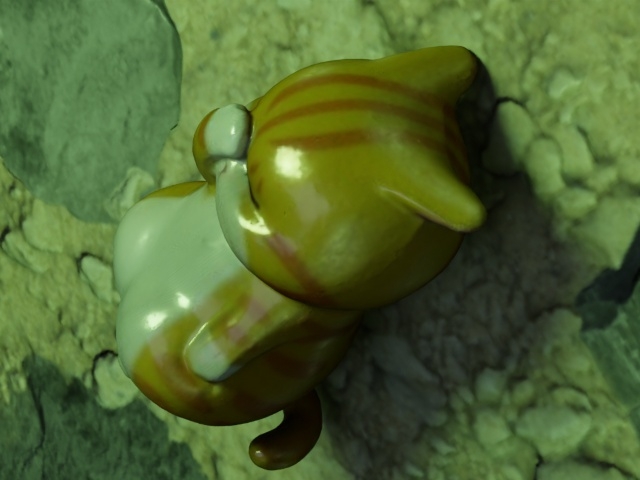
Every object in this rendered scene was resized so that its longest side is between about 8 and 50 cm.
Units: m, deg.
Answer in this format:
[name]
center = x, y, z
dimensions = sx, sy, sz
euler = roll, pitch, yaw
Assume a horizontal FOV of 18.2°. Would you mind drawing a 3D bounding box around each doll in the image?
[doll]
center = -0.020, 0.003, 1.191
dimensions = 0.269, 0.162, 0.166
euler = -50, 40, 44
